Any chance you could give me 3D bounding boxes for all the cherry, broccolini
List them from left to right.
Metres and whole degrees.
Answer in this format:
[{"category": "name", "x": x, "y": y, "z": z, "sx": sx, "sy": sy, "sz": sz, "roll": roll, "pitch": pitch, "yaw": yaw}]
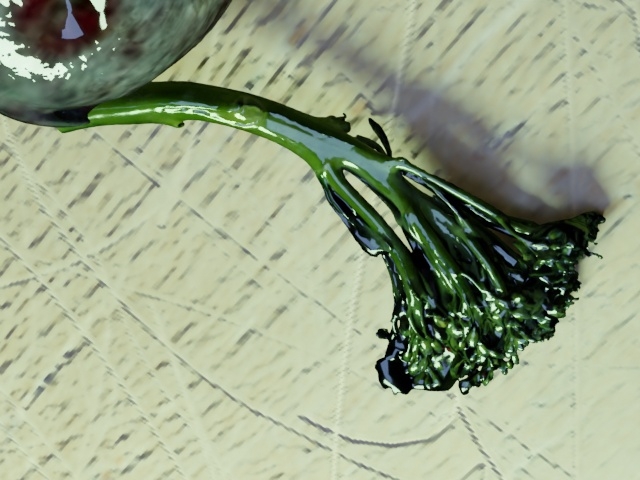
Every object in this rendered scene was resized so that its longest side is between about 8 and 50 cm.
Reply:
[{"category": "cherry", "x": -0.119, "y": -0.145, "z": 0.799, "sx": 0.195, "sy": 0.195, "sz": 0.195, "roll": 10, "pitch": 120, "yaw": 17}, {"category": "broccolini", "x": -0.008, "y": -0.004, "z": 0.913, "sx": 0.271, "sy": 0.062, "sz": 0.123, "roll": 21, "pitch": 108, "yaw": 4}]
